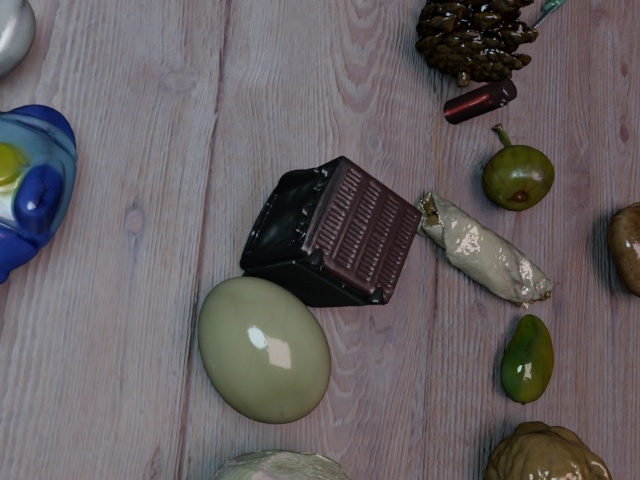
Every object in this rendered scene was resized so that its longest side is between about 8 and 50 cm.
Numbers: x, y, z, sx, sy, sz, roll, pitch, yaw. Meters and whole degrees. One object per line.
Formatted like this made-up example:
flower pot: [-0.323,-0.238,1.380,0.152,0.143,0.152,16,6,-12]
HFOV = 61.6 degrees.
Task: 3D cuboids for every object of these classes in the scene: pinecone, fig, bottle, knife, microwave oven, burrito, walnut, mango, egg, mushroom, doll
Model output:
pinecone: [0.309,-0.438,1.085,0.243,0.243,0.257,2,71,-29]
fig: [0.423,-0.149,1.184,0.147,0.186,0.142,27,116,-4]
bottle: [0.329,-0.285,1.107,0.060,0.164,0.060,3,84,-29]
knife: [0.562,-0.563,1.321,0.034,0.063,0.260,46,66,-12]
microwave oven: [0.002,-0.001,0.858,0.188,0.247,0.178,30,69,-24]
burrito: [0.352,0.037,1.143,0.392,0.076,0.117,34,77,-20]
walnut: [0.453,0.503,1.073,0.224,0.257,0.257,-11,90,-61]
mango: [0.458,0.264,1.172,0.122,0.085,0.191,39,69,-17]
egg: [-0.087,0.166,0.822,0.186,0.186,0.242,-39,102,-26]
mushroom: [0.832,0.021,1.368,0.278,0.146,0.278,8,76,-33]
doll: [-0.447,-0.088,0.669,0.376,0.187,0.366,-37,94,-3]

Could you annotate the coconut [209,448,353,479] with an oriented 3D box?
coconut: [-0.073,0.449,0.743,0.254,0.297,0.297,22,75,-28]
